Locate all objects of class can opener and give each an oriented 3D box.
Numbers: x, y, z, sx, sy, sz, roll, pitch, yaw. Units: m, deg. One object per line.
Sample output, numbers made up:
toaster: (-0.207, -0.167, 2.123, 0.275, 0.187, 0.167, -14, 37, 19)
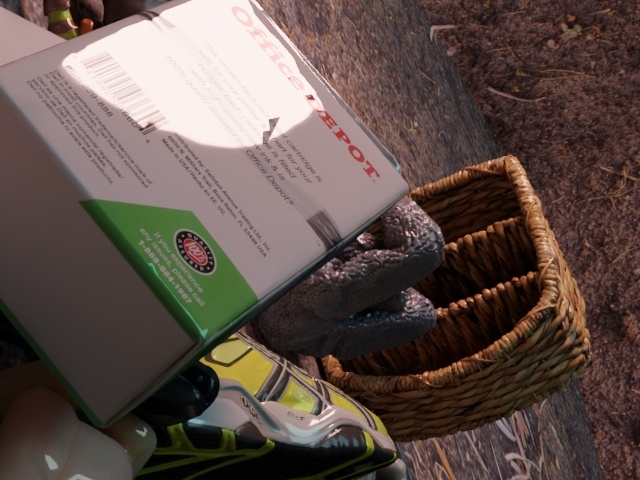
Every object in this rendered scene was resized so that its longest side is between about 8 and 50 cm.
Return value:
can opener: (-0.155, 0.072, 1.067, 0.059, 0.186, 0.073, -56, 165, -30)

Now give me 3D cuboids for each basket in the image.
basket: (0.138, 0.080, 1.777, 0.213, 0.299, 0.223, -84, 150, -58)

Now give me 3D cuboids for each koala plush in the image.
koala plush: (0.000, 0.000, 1.678, 0.196, 0.203, 0.221, 93, -25, -53)

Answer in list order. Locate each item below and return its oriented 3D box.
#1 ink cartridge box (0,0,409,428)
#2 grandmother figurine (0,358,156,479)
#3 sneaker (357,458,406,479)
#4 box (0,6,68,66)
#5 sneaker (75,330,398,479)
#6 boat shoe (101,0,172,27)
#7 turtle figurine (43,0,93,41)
ink cartridge box: (-0.098, -0.037, 1.037, 0.211, 0.121, 0.289, 50, 35, 4)
grandmother figurine: (-0.178, 0.213, 0.906, 0.208, 0.104, 0.342, 35, 26, -11)
sneaker: (-0.014, 0.180, 1.460, 0.292, 0.118, 0.110, 52, 23, -40)
box: (-0.207, -0.060, 1.262, 0.322, 0.058, 0.232, 19, 50, -68)
sneaker: (-0.061, 0.128, 1.258, 0.384, 0.145, 0.147, 27, 39, -56)
boat shoe: (-0.140, -0.172, 1.582, 0.355, 0.132, 0.130, 54, 45, -52)
turtle figurine: (-0.241, -0.287, 1.352, 0.217, 0.087, 0.269, 144, -58, -72)
